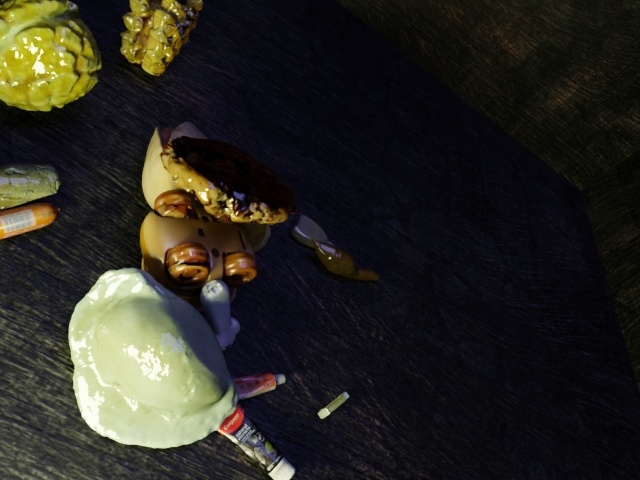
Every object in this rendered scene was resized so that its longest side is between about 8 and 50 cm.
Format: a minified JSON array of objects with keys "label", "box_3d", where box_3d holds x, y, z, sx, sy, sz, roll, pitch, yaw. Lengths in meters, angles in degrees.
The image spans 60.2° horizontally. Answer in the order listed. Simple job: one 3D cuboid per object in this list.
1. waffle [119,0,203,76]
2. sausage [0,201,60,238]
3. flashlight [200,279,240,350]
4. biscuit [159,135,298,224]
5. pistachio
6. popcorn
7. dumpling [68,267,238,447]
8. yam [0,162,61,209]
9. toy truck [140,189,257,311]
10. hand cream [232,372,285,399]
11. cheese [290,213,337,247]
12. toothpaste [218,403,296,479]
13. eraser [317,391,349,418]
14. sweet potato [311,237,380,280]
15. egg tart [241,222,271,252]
[{"label":"waffle","box_3d":[-0.456,-0.629,1.603,0.151,0.261,0.324,28,39,-9]},{"label":"sausage","box_3d":[-0.659,-0.016,1.050,0.053,0.053,0.348,53,40,10]},{"label":"flashlight","box_3d":[-0.220,0.160,1.179,0.048,0.200,0.093,33,52,29]},{"label":"biscuit","box_3d":[-0.198,-0.126,1.222,0.289,0.081,0.334,44,23,23]},{"label":"pistachio","box_3d":[-0.348,-0.180,1.361,0.188,0.187,0.299,17,39,-31]},{"label":"popcorn","box_3d":[-0.649,-0.423,1.253,0.282,0.282,0.247,12,18,-34]},{"label":"dumpling","box_3d":[-0.307,0.213,1.037,0.270,0.211,0.320,-19,61,-46]},{"label":"yam","box_3d":[-0.661,-0.106,1.087,0.259,0.106,0.106,-5,60,-45]},{"label":"toy truck","box_3d":[-0.271,0.031,1.228,0.288,0.212,0.204,6,52,-42]},{"label":"hand cream","box_3d":[-0.171,0.320,1.205,0.216,0.038,0.052,-3,32,-39]},{"label":"cheese","box_3d":[0.000,0.000,1.627,0.192,0.037,0.097,34,41,-13]},{"label":"toothpaste","box_3d":[-0.137,0.421,1.137,0.193,0.045,0.071,45,54,5]},{"label":"eraser","box_3d":[0.032,0.391,1.312,0.083,0.038,0.019,-23,71,-48]},{"label":"sweet potato","box_3d":[0.074,0.074,1.603,0.270,0.075,0.074,30,41,-31]},{"label":"egg tart","box_3d":[-0.225,-0.077,1.459,0.232,0.098,0.252,18,50,-25]}]
